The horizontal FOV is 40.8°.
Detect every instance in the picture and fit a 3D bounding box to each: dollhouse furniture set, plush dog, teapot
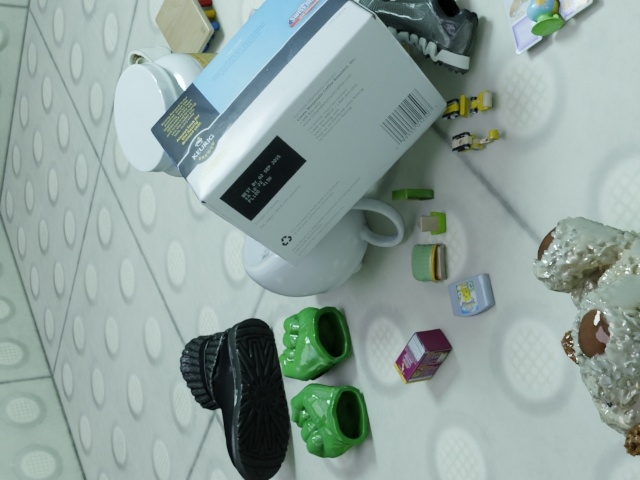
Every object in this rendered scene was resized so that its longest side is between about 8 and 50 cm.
[{"bbox_3d":[0.152,-0.005,1.356,0.076,0.058,0.152,-2,91,58],"label":"dollhouse furniture set"},{"bbox_3d":[0.361,0.116,0.974,0.262,0.210,0.225,-95,3,-61],"label":"plush dog"},{"bbox_3d":[0.000,0.000,1.491,0.253,0.187,0.256,-55,23,8],"label":"teapot"}]

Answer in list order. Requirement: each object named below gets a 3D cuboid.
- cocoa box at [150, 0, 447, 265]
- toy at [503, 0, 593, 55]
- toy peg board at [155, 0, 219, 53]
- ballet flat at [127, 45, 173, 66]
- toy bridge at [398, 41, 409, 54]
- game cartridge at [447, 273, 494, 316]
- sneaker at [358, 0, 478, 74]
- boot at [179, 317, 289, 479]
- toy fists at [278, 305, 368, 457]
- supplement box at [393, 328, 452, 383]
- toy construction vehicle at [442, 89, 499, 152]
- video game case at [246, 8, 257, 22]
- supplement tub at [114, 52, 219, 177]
[{"bbox_3d":[-0.037,-0.186,1.299,0.347,0.231,0.228,-47,45,5],"label":"cocoa box"},{"bbox_3d":[0.268,-0.386,1.149,0.137,0.056,0.237,-33,65,52],"label":"toy"},{"bbox_3d":[-0.294,-0.507,2.011,0.161,0.079,0.161,60,142,11],"label":"toy peg board"},{"bbox_3d":[-0.373,-0.331,2.080,0.400,0.139,0.139,60,139,35],"label":"ballet flat"},{"bbox_3d":[0.112,-0.342,1.422,0.063,0.026,0.188,-48,54,45],"label":"toy bridge"},{"bbox_3d":[0.225,0.085,1.292,0.083,0.017,0.056,-27,73,55],"label":"game cartridge"},{"bbox_3d":[0.153,-0.344,1.308,0.234,0.078,0.106,39,118,37],"label":"sneaker"},{"bbox_3d":[-0.191,0.351,1.846,0.260,0.131,0.348,-28,58,47],"label":"boot"},{"bbox_3d":[-0.006,0.262,1.591,0.142,0.096,0.279,-34,66,54],"label":"toy fists"},{"bbox_3d":[0.161,0.184,1.362,0.043,0.055,0.083,60,138,35],"label":"supplement box"},{"bbox_3d":[0.223,-0.173,1.264,0.098,0.035,0.086,-19,66,54],"label":"toy construction vehicle"},{"bbox_3d":[-0.132,-0.359,1.802,0.173,0.022,0.190,56,136,38],"label":"video game case"},{"bbox_3d":[-0.205,-0.240,1.630,0.228,0.316,0.228,15,110,48],"label":"supplement tub"}]
